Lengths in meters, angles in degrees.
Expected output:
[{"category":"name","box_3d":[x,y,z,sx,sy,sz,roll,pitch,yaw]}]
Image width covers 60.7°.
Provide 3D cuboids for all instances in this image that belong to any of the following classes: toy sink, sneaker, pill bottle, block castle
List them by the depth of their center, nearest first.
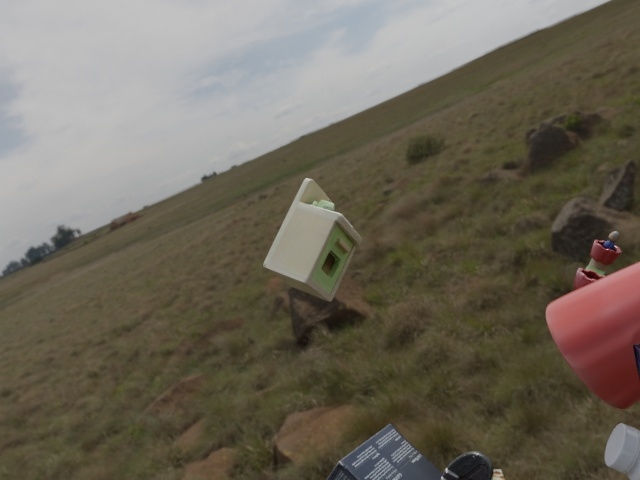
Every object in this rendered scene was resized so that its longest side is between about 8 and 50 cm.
[{"category":"pill bottle","box_3d":[0.734,0.482,1.165,0.208,0.119,0.119,22,27,16]},{"category":"toy sink","box_3d":[0.000,0.000,1.260,0.131,0.153,0.234,18,76,29]},{"category":"sneaker","box_3d":[0.338,0.597,1.282,0.106,0.282,0.162,29,16,31]},{"category":"block castle","box_3d":[0.893,0.139,1.555,0.302,0.213,0.453,26,24,26]}]

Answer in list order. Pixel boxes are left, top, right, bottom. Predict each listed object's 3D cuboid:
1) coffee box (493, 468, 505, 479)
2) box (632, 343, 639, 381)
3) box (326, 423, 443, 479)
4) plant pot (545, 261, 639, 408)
[{"category":"coffee box","box_3d":[0.533,0.825,1.763,0.141,0.098,0.246,-3,-5,10]},{"category":"box","box_3d":[0.552,0.235,0.911,0.029,0.116,0.162,-10,-11,25]},{"category":"box","box_3d":[0.204,0.743,1.560,0.343,0.312,0.179,-1,-55,-58]},{"category":"plant pot","box_3d":[0.663,0.177,1.150,0.243,0.275,0.275,-47,-4,32]}]
